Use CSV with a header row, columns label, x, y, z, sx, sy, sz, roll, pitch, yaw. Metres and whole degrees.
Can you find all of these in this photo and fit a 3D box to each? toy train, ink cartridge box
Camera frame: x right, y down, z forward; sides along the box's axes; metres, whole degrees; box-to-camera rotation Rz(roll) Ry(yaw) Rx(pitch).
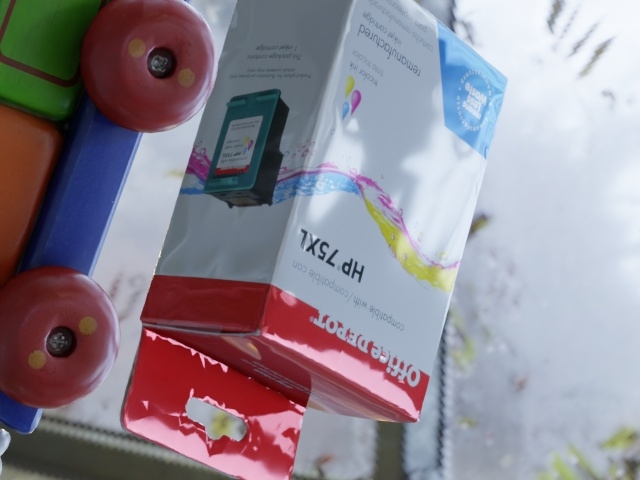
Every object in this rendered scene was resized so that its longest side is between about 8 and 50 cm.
label,x,y,z,sx,sy,sz,roll,pitch,yaw
toy train,-0.141,0.011,0.564,0.105,0.143,0.248,15,-96,61
ink cartridge box,0.000,0.000,0.895,0.078,0.134,0.231,3,-109,40
